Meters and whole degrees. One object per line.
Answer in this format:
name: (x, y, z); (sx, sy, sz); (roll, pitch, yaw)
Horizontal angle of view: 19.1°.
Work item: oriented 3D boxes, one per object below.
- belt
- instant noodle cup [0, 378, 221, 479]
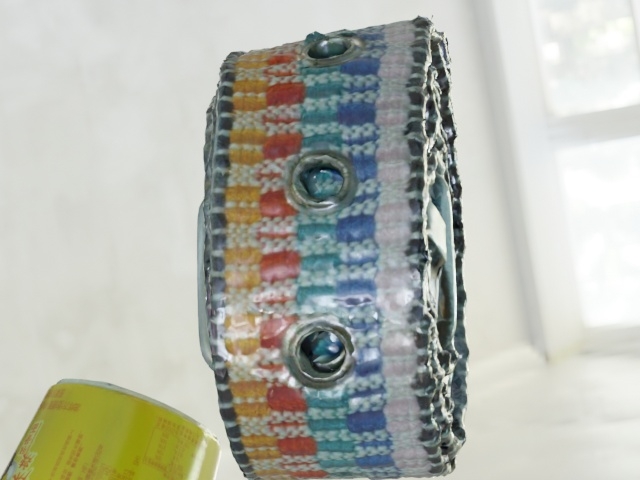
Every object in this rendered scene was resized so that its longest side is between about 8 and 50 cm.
belt: (0.000, 0.000, 1.147); (0.160, 0.295, 0.207); (-5, 165, 11)
instant noodle cup: (-0.181, 0.243, 1.482); (0.215, 0.236, 0.215); (18, 160, 7)
